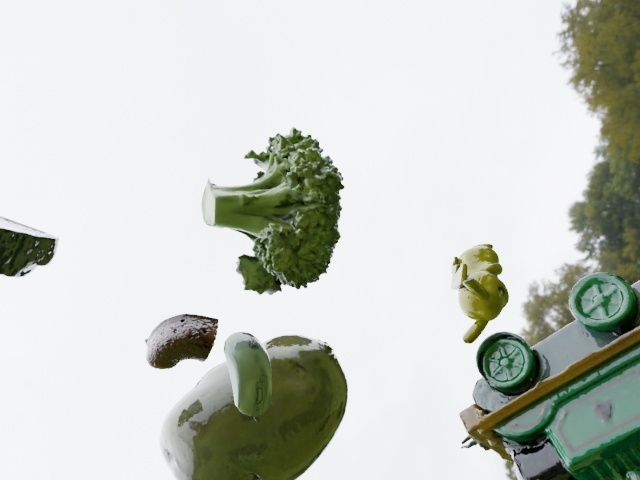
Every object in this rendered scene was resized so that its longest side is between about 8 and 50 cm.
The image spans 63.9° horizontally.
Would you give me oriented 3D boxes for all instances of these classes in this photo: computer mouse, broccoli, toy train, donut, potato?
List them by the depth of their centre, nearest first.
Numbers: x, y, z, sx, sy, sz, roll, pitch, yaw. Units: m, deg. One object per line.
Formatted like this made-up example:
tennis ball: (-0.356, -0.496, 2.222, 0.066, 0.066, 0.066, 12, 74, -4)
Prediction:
computer mouse: (-0.082, 0.161, 0.620, 0.056, 0.032, 0.110, 7, -120, -44)
toy train: (0.384, 0.213, 0.684, 0.429, 0.249, 0.178, -39, -53, 17)
potato: (-0.101, 0.304, 0.872, 0.326, 0.221, 0.243, -25, -54, -23)
broccoli: (-0.080, -0.055, 1.126, 0.317, 0.277, 0.338, -28, -76, -24)
donut: (-0.386, 0.278, 1.406, 0.186, 0.126, 0.144, 12, -64, -15)

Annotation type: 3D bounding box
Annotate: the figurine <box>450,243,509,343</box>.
figurine: (0.499, 0.139, 1.626, 0.327, 0.169, 0.218, -79, -20, -58)

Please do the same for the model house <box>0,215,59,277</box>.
model house: (-0.598, 0.083, 0.781, 0.190, 0.271, 0.301, 58, -131, -75)
